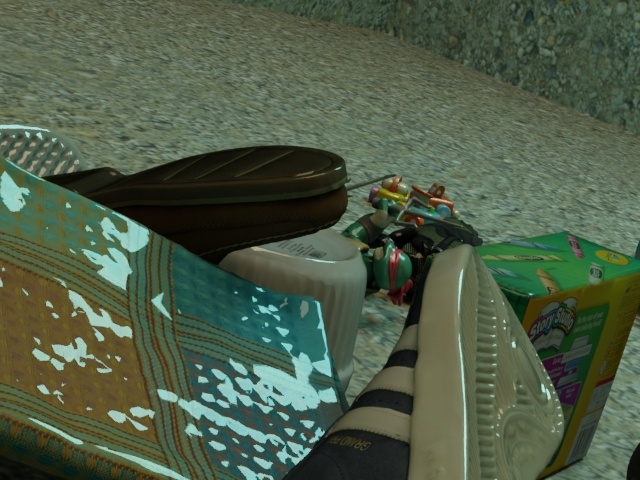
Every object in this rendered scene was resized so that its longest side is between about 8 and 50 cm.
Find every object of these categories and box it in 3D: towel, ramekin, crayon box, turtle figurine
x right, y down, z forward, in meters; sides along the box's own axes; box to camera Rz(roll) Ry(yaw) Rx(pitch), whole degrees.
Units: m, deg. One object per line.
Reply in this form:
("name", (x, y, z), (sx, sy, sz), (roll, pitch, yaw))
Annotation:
("towel", (-0.120, 0.056, 1.090), (0.370, 0.040, 0.271), (27, 25, -29))
("ramekin", (-0.062, 0.036, 1.453), (0.207, 0.109, 0.207), (17, 12, -4))
("crayon box", (0.140, 0.090, 1.359), (0.081, 0.165, 0.278), (23, 13, 24))
("turtle figurine", (0.000, 0.000, 1.688), (0.234, 0.118, 0.175), (5, -7, 17))

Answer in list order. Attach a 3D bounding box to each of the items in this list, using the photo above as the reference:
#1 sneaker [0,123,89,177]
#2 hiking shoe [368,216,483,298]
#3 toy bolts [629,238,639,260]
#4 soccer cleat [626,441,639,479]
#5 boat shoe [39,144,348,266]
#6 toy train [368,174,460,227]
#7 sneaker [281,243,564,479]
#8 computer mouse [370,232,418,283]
("sneaker", (-0.345, -0.037, 1.390), (0.150, 0.135, 0.366), (-8, -14, 37))
("hiking shoe", (0.131, 0.042, 1.812), (0.114, 0.086, 0.227), (-7, 18, -25))
("toy bolts", (0.450, 0.063, 2.113), (0.228, 0.158, 0.218), (23, 50, -21))
("soccer cleat", (0.356, 0.221, 1.278), (0.318, 0.108, 0.116), (23, -7, 32))
("boat shoe", (-0.107, 0.000, 1.321), (0.307, 0.104, 0.111), (-4, 12, 34))
("toy train", (0.127, -0.045, 2.226), (0.125, 0.046, 0.166), (14, 12, -16))
("sneaker", (0.041, 0.122, 1.022), (0.131, 0.148, 0.350), (57, 20, -16))
("computer mouse", (0.103, 0.042, 1.754), (0.041, 0.071, 0.242), (0, 17, -44))
